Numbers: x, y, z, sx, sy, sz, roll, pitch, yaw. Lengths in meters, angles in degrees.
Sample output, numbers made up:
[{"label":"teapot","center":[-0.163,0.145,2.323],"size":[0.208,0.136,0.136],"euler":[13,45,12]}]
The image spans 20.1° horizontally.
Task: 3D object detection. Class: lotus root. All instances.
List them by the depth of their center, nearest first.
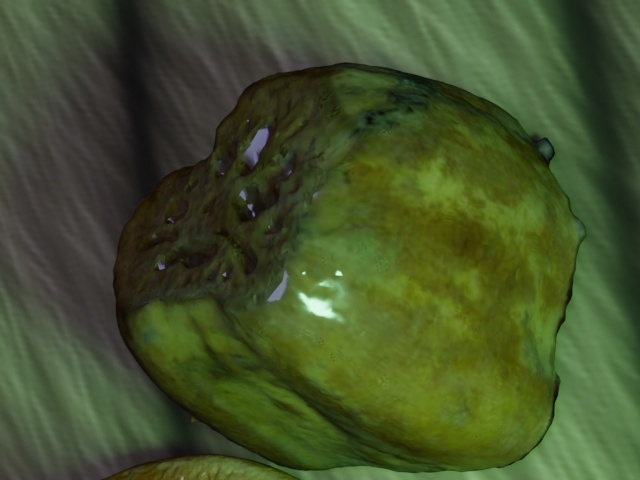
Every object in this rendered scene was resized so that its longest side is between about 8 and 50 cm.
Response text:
[{"label":"lotus root","center":[0.000,0.000,1.268],"size":[0.316,0.250,0.316],"euler":[-16,61,32]}]

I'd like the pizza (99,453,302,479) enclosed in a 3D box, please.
[{"label":"pizza","center":[-0.093,0.223,1.338],"size":[0.271,0.056,0.134],"euler":[-13,68,23]}]
